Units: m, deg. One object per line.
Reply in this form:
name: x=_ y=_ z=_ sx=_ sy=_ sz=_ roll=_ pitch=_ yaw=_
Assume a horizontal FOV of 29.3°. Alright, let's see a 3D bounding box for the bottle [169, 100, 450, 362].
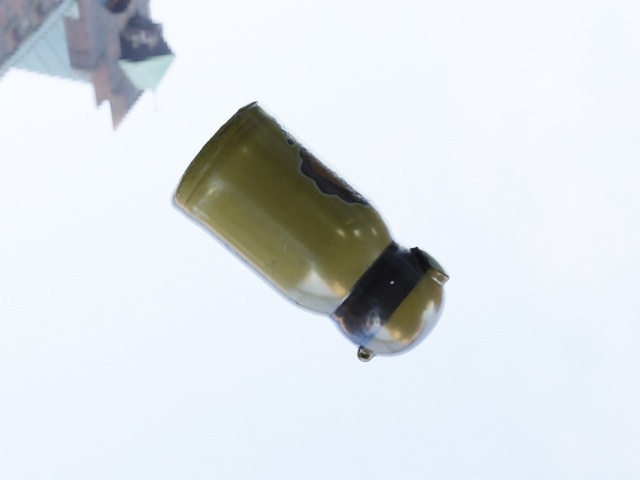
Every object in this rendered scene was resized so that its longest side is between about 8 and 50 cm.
bottle: x=0.000 y=0.000 z=1.499 sx=0.351 sy=0.171 sz=0.171 roll=40 pitch=-130 yaw=0
